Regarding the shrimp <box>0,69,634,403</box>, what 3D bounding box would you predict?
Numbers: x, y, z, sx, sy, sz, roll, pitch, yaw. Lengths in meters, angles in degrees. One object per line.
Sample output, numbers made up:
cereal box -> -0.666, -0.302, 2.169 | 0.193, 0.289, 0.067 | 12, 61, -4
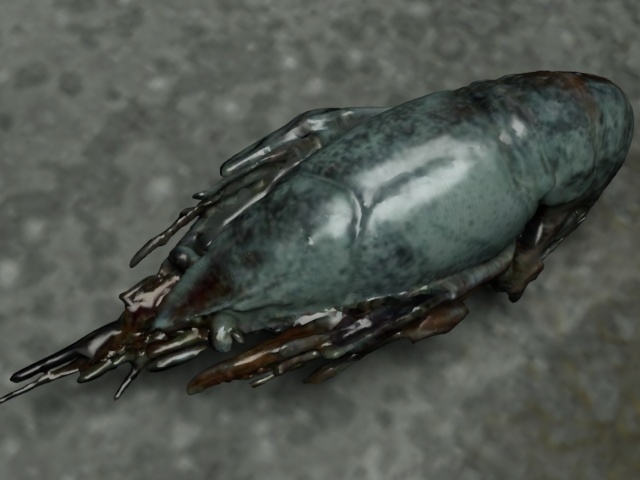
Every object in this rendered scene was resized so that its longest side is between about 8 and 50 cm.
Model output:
shrimp -> 0.000, 0.000, 0.396 | 0.233, 0.079, 0.090 | -23, 67, -9
